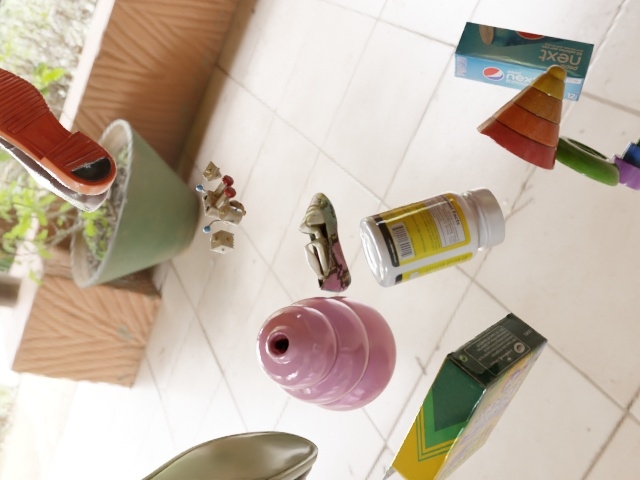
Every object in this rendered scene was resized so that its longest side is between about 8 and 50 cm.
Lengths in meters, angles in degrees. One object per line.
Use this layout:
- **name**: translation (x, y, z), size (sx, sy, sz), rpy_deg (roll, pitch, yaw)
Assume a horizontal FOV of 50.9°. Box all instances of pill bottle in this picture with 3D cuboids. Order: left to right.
- **pill bottle**: translation (0.177, -0.009, 1.070), size (0.119, 0.208, 0.119), rpy_deg (163, 90, -82)

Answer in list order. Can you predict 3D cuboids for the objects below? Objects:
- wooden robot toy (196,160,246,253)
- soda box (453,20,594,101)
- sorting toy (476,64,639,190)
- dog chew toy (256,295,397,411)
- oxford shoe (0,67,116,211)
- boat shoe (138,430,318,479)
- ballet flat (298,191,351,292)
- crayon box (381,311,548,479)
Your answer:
- **wooden robot toy**: translation (-0.150, -0.055, 1.128), size (0.076, 0.079, 0.173), rpy_deg (-38, 50, 29)
- **soda box**: translation (0.331, -0.296, 1.107), size (0.067, 0.210, 0.071), rpy_deg (66, -137, -66)
- **sorting toy**: translation (0.392, -0.164, 0.980), size (0.127, 0.365, 0.126), rpy_deg (50, 124, 46)
- **dog chew toy**: translation (0.003, 0.186, 1.135), size (0.207, 0.332, 0.206), rpy_deg (-5, 76, 21)
- **oxford shoe**: translation (-0.408, -0.139, 0.935), size (0.097, 0.271, 0.098), rpy_deg (-46, -4, -41)
- **boat shoe**: translation (-0.129, 0.307, 0.727), size (0.127, 0.340, 0.113), rpy_deg (9, 102, 33)
- **ballet flat**: translation (0.000, 0.000, 1.335), size (0.077, 0.079, 0.221), rpy_deg (-39, 58, 48)
- **crayon box**: translation (0.240, 0.294, 1.137), size (0.083, 0.203, 0.323), rpy_deg (39, 129, 28)
